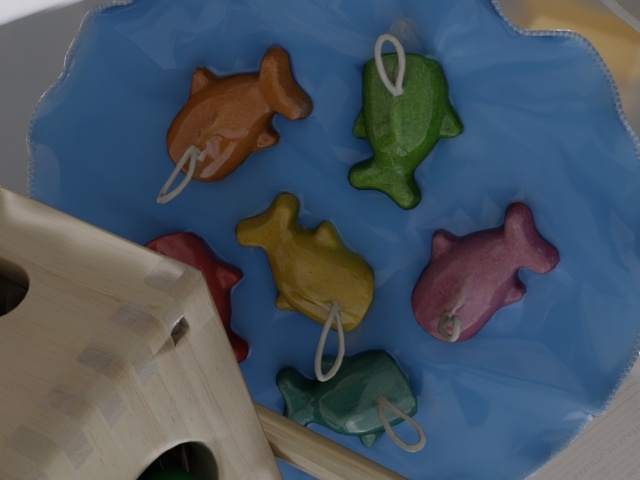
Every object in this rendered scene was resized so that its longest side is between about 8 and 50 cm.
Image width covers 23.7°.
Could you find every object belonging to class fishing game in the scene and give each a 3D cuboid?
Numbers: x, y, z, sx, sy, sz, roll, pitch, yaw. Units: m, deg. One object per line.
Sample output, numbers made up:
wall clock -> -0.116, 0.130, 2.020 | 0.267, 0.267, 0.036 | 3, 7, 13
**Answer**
fishing game -> 0.000, 0.000, 0.425 | 0.189, 0.264, 0.041 | 51, 24, -6

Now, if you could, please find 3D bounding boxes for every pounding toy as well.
pounding toy -> -0.057, 0.048, 0.386 | 0.100, 0.141, 0.130 | -53, 148, -28

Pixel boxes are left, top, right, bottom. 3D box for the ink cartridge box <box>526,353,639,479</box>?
ink cartridge box -> 0.110, 0.128, 0.757 | 0.056, 0.171, 0.235 | 45, 7, -45
